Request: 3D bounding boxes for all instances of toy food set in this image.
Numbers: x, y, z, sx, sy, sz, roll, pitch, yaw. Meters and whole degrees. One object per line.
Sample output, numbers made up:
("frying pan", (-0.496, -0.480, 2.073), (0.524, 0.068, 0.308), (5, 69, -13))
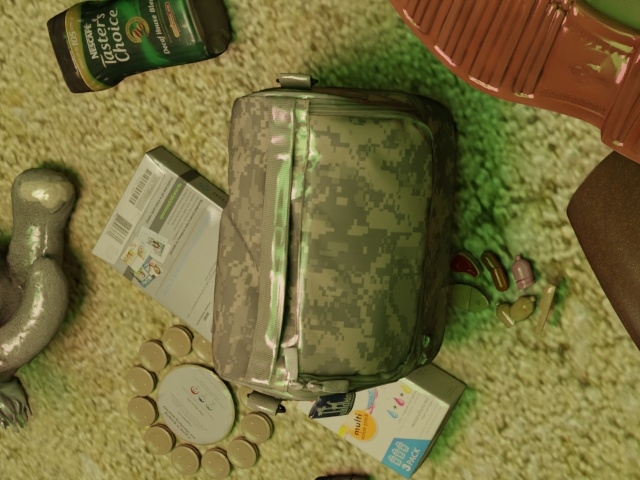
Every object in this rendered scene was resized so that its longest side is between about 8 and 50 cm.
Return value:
("toy food set", (0.180, 0.044, 1.664), (0.122, 0.019, 0.078), (25, 115, 23))

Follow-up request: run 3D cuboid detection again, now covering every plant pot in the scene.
("plant pot", (0.340, 0.018, 1.494), (0.230, 0.215, 0.215), (47, 119, 19))

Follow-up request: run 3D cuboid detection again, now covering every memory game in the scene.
("memory game", (-0.137, 0.184, 1.851), (0.186, 0.012, 0.186), (7, 110, 21))

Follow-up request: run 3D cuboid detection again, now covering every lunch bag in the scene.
("lunch bag", (0.000, 0.000, 1.559), (0.212, 0.256, 0.305), (6, 94, 21))

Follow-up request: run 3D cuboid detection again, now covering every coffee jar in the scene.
("coffee jar", (-0.192, -0.215, 1.704), (0.184, 0.079, 0.096), (-13, 101, 27))

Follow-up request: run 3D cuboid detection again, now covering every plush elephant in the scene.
("plush elephant", (-0.426, 0.101, 1.810), (0.272, 0.255, 0.330), (3, 108, 22))

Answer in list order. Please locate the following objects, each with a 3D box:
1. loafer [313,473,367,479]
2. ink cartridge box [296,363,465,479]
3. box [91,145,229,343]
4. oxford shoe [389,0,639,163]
("loafer", (0.041, 0.336, 1.798), (0.061, 0.062, 0.170), (-13, 103, 22))
("ink cartridge box", (0.047, 0.155, 1.732), (0.181, 0.061, 0.104), (31, 116, 12))
("box", (-0.140, 0.009, 1.779), (0.186, 0.038, 0.145), (37, 118, 10))
("oxford shoe", (0.224, -0.198, 1.494), (0.397, 0.146, 0.140), (35, 130, 8))
